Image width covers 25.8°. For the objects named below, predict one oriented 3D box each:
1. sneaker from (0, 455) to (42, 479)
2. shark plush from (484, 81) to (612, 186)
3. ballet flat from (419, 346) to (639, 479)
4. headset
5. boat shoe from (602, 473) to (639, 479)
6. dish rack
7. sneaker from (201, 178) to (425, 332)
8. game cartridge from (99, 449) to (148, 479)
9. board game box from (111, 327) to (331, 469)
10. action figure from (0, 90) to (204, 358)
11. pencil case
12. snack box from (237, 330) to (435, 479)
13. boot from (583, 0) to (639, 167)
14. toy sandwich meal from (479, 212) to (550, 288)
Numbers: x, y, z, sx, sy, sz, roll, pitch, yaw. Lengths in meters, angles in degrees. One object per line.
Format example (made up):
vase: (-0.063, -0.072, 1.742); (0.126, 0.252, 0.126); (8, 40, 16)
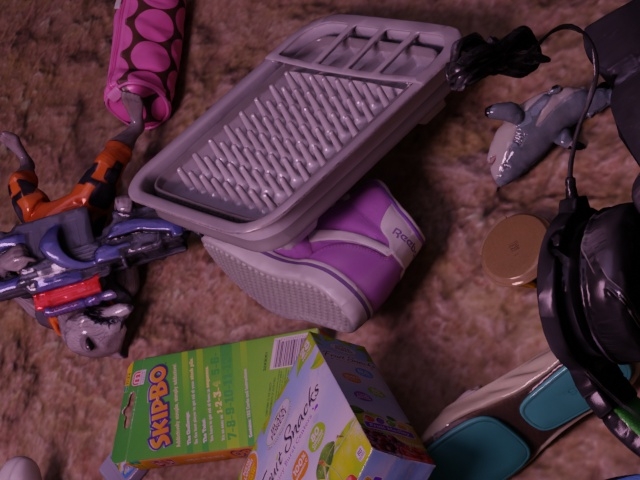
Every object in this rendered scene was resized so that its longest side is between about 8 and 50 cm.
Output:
sneaker: (-0.308, 0.335, 1.546); (0.094, 0.080, 0.212); (-18, 59, 20)
shark plush: (0.236, -0.111, 1.359); (0.161, 0.073, 0.067); (-20, 70, 8)
ballet flat: (0.171, 0.146, 1.221); (0.248, 0.086, 0.086); (-34, 46, 20)
headset: (0.243, 0.003, 1.033); (0.243, 0.185, 0.394); (-42, 73, 34)
boat shoe: (0.183, 0.258, 1.123); (0.258, 0.089, 0.109); (-17, 71, 27)
dish rack: (-0.019, -0.111, 1.483); (0.333, 0.072, 0.285); (-43, 33, -20)
sneaker: (0.001, 0.001, 1.467); (0.161, 0.102, 0.282); (-49, 36, -19)
game cartridge: (-0.208, 0.239, 1.548); (0.083, 0.017, 0.056); (-53, 45, 2)
board game box: (-0.109, 0.170, 1.475); (0.259, 0.039, 0.124); (-11, 57, 31)
action figure: (-0.251, -0.010, 1.689); (0.341, 0.178, 0.330); (-9, 62, 7)
pencil case: (-0.233, -0.252, 1.828); (0.095, 0.098, 0.209); (-23, 51, 31)
snack box: (0.007, 0.208, 1.261); (0.174, 0.070, 0.207); (-65, 23, 16)
boot: (0.438, -0.168, 1.085); (0.445, 0.146, 0.367); (-29, 29, 20)
toy sandwich meal: (0.187, 0.011, 1.321); (0.086, 0.029, 0.085); (-19, 54, 28)
